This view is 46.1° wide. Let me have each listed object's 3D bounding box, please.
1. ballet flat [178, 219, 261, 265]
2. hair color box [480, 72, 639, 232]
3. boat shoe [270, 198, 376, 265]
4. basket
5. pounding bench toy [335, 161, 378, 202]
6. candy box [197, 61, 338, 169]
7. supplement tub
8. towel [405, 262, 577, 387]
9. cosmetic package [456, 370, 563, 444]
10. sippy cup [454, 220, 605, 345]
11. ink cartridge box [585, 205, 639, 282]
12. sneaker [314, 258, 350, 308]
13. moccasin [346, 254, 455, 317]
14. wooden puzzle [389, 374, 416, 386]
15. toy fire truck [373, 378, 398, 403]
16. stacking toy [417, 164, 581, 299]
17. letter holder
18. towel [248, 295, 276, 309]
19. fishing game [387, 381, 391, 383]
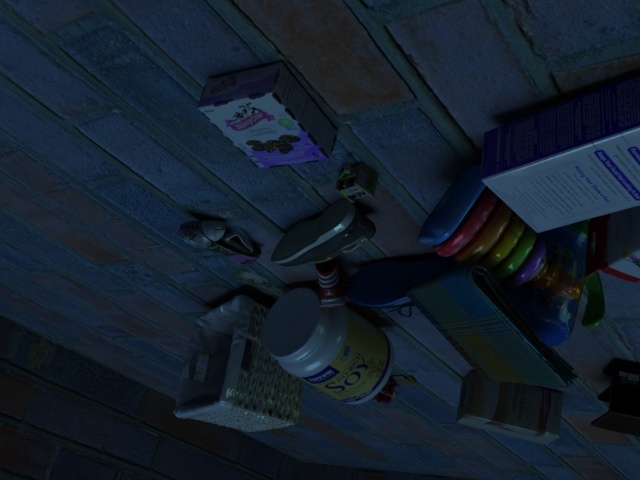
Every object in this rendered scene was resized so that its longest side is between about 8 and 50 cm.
[{"bbox_3d":[-0.236,-0.004,1.835,0.221,0.076,0.079,27,133,-35],"label":"ballet flat"},{"bbox_3d":[0.440,-0.135,1.155,0.339,0.110,0.185,-17,141,41],"label":"hair color box"},{"bbox_3d":[-0.001,0.004,1.677,0.091,0.109,0.305,33,145,-24],"label":"boat shoe"},{"bbox_3d":[-0.225,0.378,2.228,0.266,0.328,0.331,23,152,-26],"label":"basket"},{"bbox_3d":[0.058,-0.120,1.465,0.083,0.052,0.065,34,148,-34],"label":"pounding bench toy"},{"bbox_3d":[-0.091,-0.214,1.331,0.165,0.070,0.196,-4,149,33],"label":"candy box"},{"bbox_3d":[0.023,0.291,2.083,0.241,0.241,0.331,-10,145,40],"label":"supplement tub"},{"bbox_3d":[0.308,0.168,1.441,0.271,0.040,0.370,48,167,0],"label":"towel"},{"bbox_3d":[0.593,0.528,2.371,0.296,0.153,0.129,13,155,0],"label":"cosmetic package"},{"bbox_3d":[0.419,0.083,1.493,0.306,0.224,0.240,7,154,13],"label":"sippy cup"},{"bbox_3d":[0.568,-0.015,1.323,0.078,0.134,0.231,19,154,-11],"label":"ink cartridge box"},{"bbox_3d":[0.034,0.094,1.890,0.087,0.128,0.221,-6,-176,1],"label":"sneaker"},{"bbox_3d":[0.220,0.119,1.766,0.342,0.137,0.117,-6,152,37],"label":"moccasin"},{"bbox_3d":[0.283,0.483,2.594,0.116,0.014,0.078,-10,141,41],"label":"wooden puzzle"},{"bbox_3d":[0.224,0.534,2.665,0.135,0.047,0.192,6,153,34],"label":"toy fire truck"},{"bbox_3d":[0.339,0.017,1.347,0.302,0.165,0.175,36,174,-4],"label":"stacking toy"},{"bbox_3d":[0.920,0.453,2.061,0.302,0.152,0.214,10,156,8],"label":"letter holder"},{"bbox_3d":[-0.138,0.253,2.330,0.199,0.031,0.275,14,154,-1],"label":"towel"},{"bbox_3d":[0.114,0.401,2.490,0.189,0.041,0.264,-10,137,39],"label":"fishing game"}]
